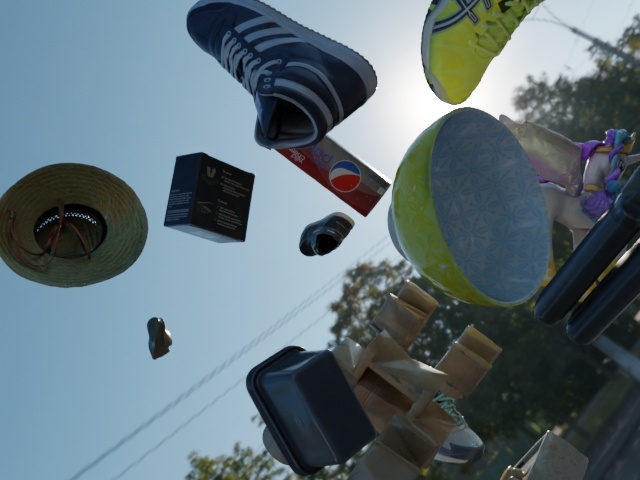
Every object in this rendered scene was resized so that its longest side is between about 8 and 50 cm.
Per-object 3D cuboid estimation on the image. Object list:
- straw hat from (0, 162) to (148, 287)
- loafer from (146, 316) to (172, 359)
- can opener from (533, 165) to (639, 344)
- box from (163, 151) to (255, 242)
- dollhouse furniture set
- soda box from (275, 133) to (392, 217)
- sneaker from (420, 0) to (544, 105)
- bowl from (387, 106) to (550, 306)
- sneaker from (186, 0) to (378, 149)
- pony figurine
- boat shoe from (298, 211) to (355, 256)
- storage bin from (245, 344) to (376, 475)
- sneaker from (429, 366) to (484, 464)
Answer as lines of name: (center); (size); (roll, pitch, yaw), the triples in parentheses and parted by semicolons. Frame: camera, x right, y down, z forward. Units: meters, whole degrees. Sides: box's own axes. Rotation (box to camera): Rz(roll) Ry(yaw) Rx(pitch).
straw hat: (-0.250, -0.004, 0.662); (0.144, 0.144, 0.061); (-35, -9, -36)
loafer: (-0.379, 0.226, 1.573); (0.050, 0.056, 0.148); (-16, -32, -28)
can opener: (0.297, -0.021, 0.605); (0.095, 0.076, 0.283); (-48, -14, -44)
box: (-0.234, -0.087, 1.418); (0.156, 0.093, 0.158); (21, -107, -47)
dollhouse furniture set: (0.151, 0.321, 1.021); (0.362, 0.394, 0.256); (-31, -27, -54)
soda box: (0.019, -0.163, 1.390); (0.092, 0.263, 0.083); (-53, -1, 12)
sneaker: (0.292, -0.404, 1.104); (0.145, 0.147, 0.384); (6, -65, -34)
bowl: (0.193, -0.035, 0.982); (0.156, 0.289, 0.290); (-18, 8, 45)
sneaker: (-0.084, -0.215, 0.846); (0.153, 0.282, 0.099); (-53, -19, -34)
pony figurine: (0.468, -0.081, 1.348); (0.303, 0.351, 0.363); (96, -172, -84)
boat shoe: (0.000, 0.000, 1.691); (0.233, 0.084, 0.079); (-32, 30, 58)
storage bin: (0.001, 0.176, 0.714); (0.098, 0.135, 0.091); (-29, 1, -32)
sneaker: (0.200, 0.315, 1.271); (0.110, 0.283, 0.122); (-3, -67, -38)
